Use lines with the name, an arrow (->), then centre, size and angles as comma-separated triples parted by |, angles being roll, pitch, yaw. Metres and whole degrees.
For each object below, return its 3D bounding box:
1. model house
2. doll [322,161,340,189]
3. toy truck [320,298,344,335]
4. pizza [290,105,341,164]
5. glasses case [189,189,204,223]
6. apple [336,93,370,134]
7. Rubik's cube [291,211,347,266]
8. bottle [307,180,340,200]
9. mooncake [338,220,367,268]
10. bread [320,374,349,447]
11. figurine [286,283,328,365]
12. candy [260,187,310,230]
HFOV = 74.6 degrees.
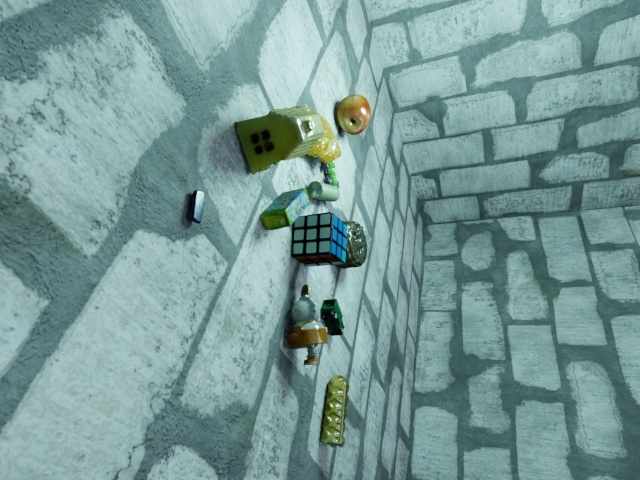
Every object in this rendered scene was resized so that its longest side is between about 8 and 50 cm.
model house -> -0.106, -0.315, 1.290 | 0.193, 0.234, 0.175 | -38, 120, -60
doll -> 0.050, -0.294, 1.882 | 0.115, 0.050, 0.191 | -49, 132, -50
toy truck -> 0.052, 0.323, 1.741 | 0.079, 0.064, 0.147 | -66, 142, -54
pizza -> -0.017, -0.412, 1.692 | 0.365, 0.073, 0.183 | 24, 78, -56
glasses case -> -0.308, -0.084, 1.038 | 0.033, 0.023, 0.084 | 31, 56, -56
apple -> 0.162, -0.626, 2.067 | 0.199, 0.199, 0.200 | -5, 90, -67
Rubik's cube -> 0.000, 0.000, 1.563 | 0.160, 0.163, 0.162 | 36, 51, -60
bottle -> 0.016, -0.202, 1.755 | 0.201, 0.072, 0.072 | -2, 87, -67
mooncake -> 0.131, 0.016, 1.914 | 0.228, 0.124, 0.229 | -5, 90, -65
bread -> 0.062, 0.671, 1.665 | 0.087, 0.098, 0.270 | 129, -26, -58
figurine -> -0.039, 0.289, 1.449 | 0.143, 0.143, 0.272 | 49, 43, -54
candy -> -0.114, -0.106, 1.403 | 0.194, 0.097, 0.062 | -57, 133, -56
